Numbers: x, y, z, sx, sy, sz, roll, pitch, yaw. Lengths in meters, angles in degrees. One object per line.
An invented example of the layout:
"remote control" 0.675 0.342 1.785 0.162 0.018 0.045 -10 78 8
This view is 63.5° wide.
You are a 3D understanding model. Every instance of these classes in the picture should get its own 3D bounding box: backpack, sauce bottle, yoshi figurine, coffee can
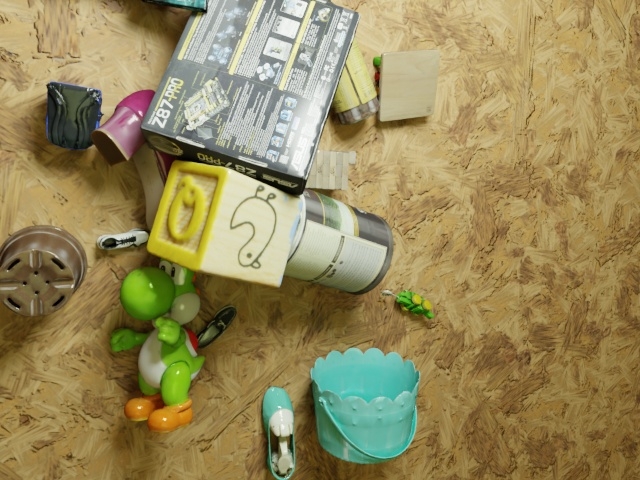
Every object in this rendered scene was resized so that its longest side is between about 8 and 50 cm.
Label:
"backpack" -0.471 -0.237 0.999 0.097 0.101 0.120 5 102 -17
"sauce bottle" 0.032 -0.442 1.182 0.111 0.111 0.344 -29 110 -17
"yoshi figurine" -0.351 0.204 1.080 0.203 0.203 0.362 4 87 -6
"coffee can" 0.000 0.000 1.170 0.275 0.201 0.202 18 92 -38

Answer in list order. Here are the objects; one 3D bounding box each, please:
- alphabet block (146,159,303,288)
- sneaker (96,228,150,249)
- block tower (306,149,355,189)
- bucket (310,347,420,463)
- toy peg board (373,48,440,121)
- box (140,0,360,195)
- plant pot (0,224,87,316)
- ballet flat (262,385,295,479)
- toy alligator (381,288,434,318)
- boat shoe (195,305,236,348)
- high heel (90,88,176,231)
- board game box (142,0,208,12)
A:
"alphabet block" -0.182 -0.030 0.998 0.197 0.193 0.193 17 86 -48
"sneaker" -0.416 0.002 1.101 0.109 0.043 0.040 -14 103 -23
"block tower" -0.088 -0.169 1.191 0.335 0.091 0.097 -2 101 -23
"bucket" 0.111 0.408 1.297 0.281 0.281 0.183 -6 105 -23
"toy peg board" 0.204 -0.395 1.299 0.161 0.079 0.161 -12 120 -21
"box" -0.125 -0.318 1.016 0.318 0.097 0.395 17 72 -3
"plant pot" -0.537 0.065 0.991 0.166 0.165 0.167 -5 103 -23
"ballet flat" -0.096 0.495 1.311 0.083 0.087 0.247 -7 102 -23
"toy alligator" 0.243 0.160 1.425 0.189 0.056 0.051 29 45 -25
"boat shoe" -0.245 0.204 1.217 0.125 0.038 0.046 -39 113 -13
"high heel" -0.309 -0.127 1.103 0.181 0.127 0.377 -62 141 -41
"board game box" -0.265 -0.535 0.971 0.126 0.026 0.186 9 96 -4
